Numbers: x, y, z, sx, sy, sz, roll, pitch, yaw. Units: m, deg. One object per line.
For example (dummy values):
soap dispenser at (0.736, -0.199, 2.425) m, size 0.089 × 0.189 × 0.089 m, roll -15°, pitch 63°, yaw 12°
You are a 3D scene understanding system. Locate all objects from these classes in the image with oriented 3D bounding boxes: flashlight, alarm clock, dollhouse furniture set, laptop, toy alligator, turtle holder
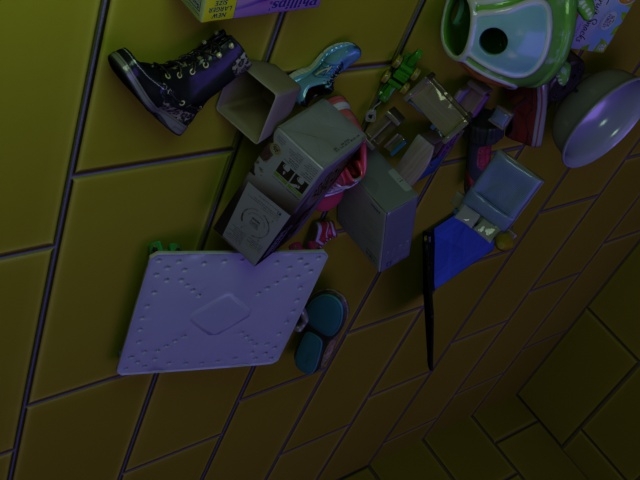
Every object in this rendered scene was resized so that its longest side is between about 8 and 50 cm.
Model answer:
flashlight at (0.411, -0.209, 2.199) m, size 0.103 × 0.103 × 0.304 m, roll -31°, pitch 152°, yaw -12°
alarm clock at (0.575, -0.403, 2.155) m, size 0.129 × 0.064 × 0.192 m, roll -50°, pitch 147°, yaw 20°
dollhouse furniture set at (0.359, -0.148, 1.965) m, size 0.286 × 0.303 × 0.198 m, roll -57°, pitch 167°, yaw 31°
dollhouse furniture set at (0.203, -0.239, 1.849) m, size 0.184 × 0.129 × 0.129 m, roll -42°, pitch -178°, yaw 21°
laptop at (0.413, 0.111, 2.546) m, size 0.236 × 0.408 × 0.382 m, roll -3°, pitch 149°, yaw 6°
toy alligator at (0.148, -0.320, 1.790) m, size 0.189 × 0.056 × 0.051 m, roll -51°, pitch -166°, yaw 35°
turtle holder at (0.366, -0.436, 1.674) m, size 0.227 × 0.243 × 0.320 m, roll -6°, pitch 150°, yaw -20°

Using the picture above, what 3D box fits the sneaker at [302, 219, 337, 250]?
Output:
sneaker at (0.000, 0.000, 2.085) m, size 0.067 × 0.042 × 0.118 m, roll -13°, pitch 140°, yaw -34°

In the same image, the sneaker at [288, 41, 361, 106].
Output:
sneaker at (0.013, -0.299, 1.629) m, size 0.162 × 0.073 × 0.063 m, roll -37°, pitch 152°, yaw -3°

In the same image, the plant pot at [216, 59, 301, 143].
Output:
plant pot at (-0.100, -0.251, 1.545) m, size 0.096 × 0.109 × 0.109 m, roll -28°, pitch 153°, yaw -46°

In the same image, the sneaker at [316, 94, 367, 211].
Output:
sneaker at (0.029, -0.143, 1.810) m, size 0.116 × 0.136 × 0.314 m, roll -25°, pitch 149°, yaw -21°

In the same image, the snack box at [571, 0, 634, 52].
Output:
snack box at (0.531, -0.491, 1.853) m, size 0.207 × 0.070 × 0.174 m, roll 5°, pitch 142°, yaw -11°

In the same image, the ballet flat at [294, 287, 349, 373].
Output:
ballet flat at (0.013, 0.222, 2.373) m, size 0.123 × 0.123 × 0.348 m, roll -19°, pitch 145°, yaw -33°

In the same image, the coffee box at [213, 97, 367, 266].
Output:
coffee box at (-0.061, -0.107, 1.682) m, size 0.168 × 0.119 × 0.297 m, roll -41°, pitch 171°, yaw -49°

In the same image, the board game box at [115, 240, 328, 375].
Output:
board game box at (-0.222, 0.145, 1.927) m, size 0.390 × 0.050 × 0.390 m, roll 0°, pitch 136°, yaw -27°

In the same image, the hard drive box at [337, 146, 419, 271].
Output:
hard drive box at (0.122, -0.070, 1.980) m, size 0.089 × 0.181 × 0.232 m, roll -29°, pitch 151°, yaw -18°

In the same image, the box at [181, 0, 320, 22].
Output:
box at (-0.085, -0.450, 1.246) m, size 0.214 × 0.117 × 0.243 m, roll -18°, pitch 146°, yaw -34°

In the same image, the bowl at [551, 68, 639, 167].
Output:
bowl at (0.710, -0.344, 2.319) m, size 0.298 × 0.134 × 0.298 m, roll -29°, pitch 151°, yaw -18°

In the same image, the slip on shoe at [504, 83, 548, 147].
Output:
slip on shoe at (0.482, -0.354, 2.068) m, size 0.331 × 0.101 × 0.123 m, roll 82°, pitch 22°, yaw -48°

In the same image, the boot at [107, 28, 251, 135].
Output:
boot at (-0.215, -0.276, 1.386) m, size 0.178 × 0.085 × 0.236 m, roll -41°, pitch 158°, yaw 0°

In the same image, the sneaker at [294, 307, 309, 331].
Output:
sneaker at (-0.110, 0.168, 2.128) m, size 0.252 × 0.111 × 0.103 m, roll 4°, pitch 130°, yaw -52°
